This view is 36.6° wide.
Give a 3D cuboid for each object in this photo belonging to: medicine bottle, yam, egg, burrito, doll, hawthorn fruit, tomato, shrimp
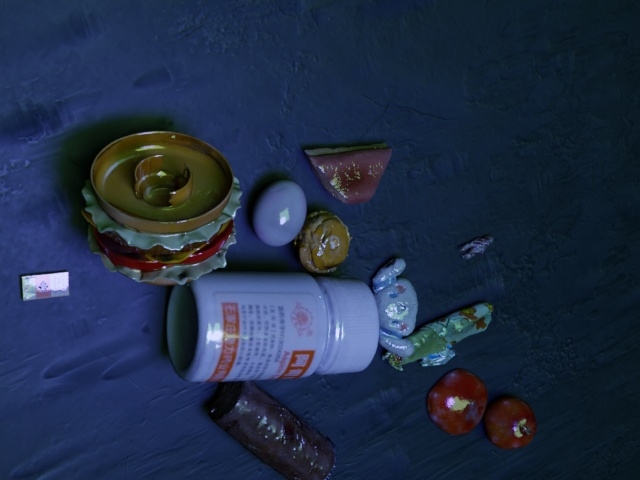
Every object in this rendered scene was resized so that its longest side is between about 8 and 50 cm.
[{"bbox_3d":[-0.092,0.164,1.857,0.372,0.211,0.211,3,100,-28],"label":"medicine bottle"},{"bbox_3d":[-0.100,0.387,1.953,0.280,0.131,0.131,42,81,-26],"label":"yam"},{"bbox_3d":[-0.080,-0.054,1.877,0.103,0.103,0.135,19,90,-29],"label":"egg"},{"bbox_3d":[0.268,0.225,2.145,0.288,0.054,0.104,-20,111,-23],"label":"burrito"},{"bbox_3d":[0.157,0.144,2.055,0.104,0.071,0.214,-3,91,-10],"label":"doll"},{"bbox_3d":[0.449,0.427,2.243,0.125,0.140,0.125,-33,129,-52],"label":"hawthorn fruit"},{"bbox_3d":[0.325,0.372,2.194,0.156,0.069,0.155,-6,103,-27],"label":"tomato"},{"bbox_3d":[0.346,0.018,2.154,0.092,0.029,0.038,-17,117,-17],"label":"shrimp"}]

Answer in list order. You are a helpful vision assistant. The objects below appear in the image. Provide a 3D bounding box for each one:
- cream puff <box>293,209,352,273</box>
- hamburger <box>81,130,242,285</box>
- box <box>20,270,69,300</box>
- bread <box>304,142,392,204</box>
[{"bbox_3d":[0.000,0.000,1.929,0.119,0.104,0.133,63,39,-31],"label":"cream puff"},{"bbox_3d":[-0.277,-0.041,1.697,0.275,0.274,0.212,-15,142,-23],"label":"hamburger"},{"bbox_3d":[-0.497,0.081,1.746,0.083,0.012,0.046,-6,104,-26],"label":"box"},{"bbox_3d":[0.057,-0.133,1.949,0.192,0.067,0.119,-6,95,-27],"label":"bread"}]
